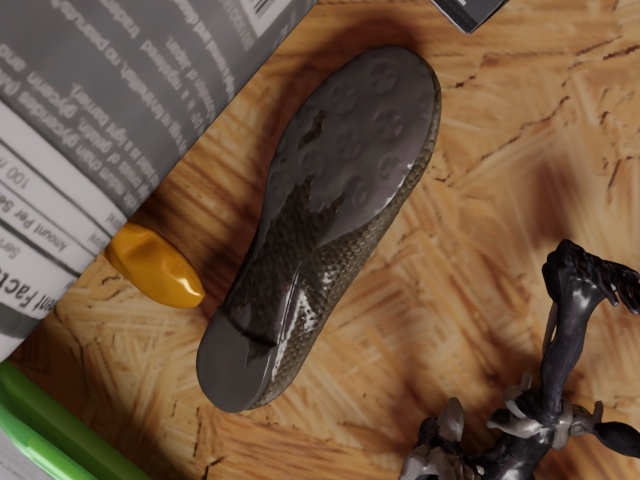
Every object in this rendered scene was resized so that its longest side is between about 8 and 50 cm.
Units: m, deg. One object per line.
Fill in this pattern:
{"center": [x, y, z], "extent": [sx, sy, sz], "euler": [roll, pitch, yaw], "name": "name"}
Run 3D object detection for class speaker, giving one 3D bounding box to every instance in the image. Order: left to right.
{"center": [-0.178, 0.177, 0.571], "extent": [0.131, 0.131, 0.296], "euler": [-29, 118, 26], "name": "speaker"}

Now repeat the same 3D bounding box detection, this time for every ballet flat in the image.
{"center": [0.000, 0.000, 0.527], "extent": [0.084, 0.058, 0.250], "euler": [38, 114, 26], "name": "ballet flat"}

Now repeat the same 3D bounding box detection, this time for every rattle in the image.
{"center": [-0.193, 0.022, 0.503], "extent": [0.130, 0.199, 0.143], "euler": [-44, 73, 35], "name": "rattle"}

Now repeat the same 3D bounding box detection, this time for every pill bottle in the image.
{"center": [-0.165, -0.074, 0.374], "extent": [0.210, 0.210, 0.363], "euler": [40, 81, 1], "name": "pill bottle"}

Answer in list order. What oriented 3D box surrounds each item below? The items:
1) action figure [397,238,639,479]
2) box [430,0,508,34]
{"center": [0.117, 0.138, 0.489], "extent": [0.164, 0.141, 0.276], "euler": [22, 115, -3], "name": "action figure"}
{"center": [0.045, -0.256, 0.369], "extent": [0.270, 0.060, 0.216], "euler": [44, 135, -1], "name": "box"}
